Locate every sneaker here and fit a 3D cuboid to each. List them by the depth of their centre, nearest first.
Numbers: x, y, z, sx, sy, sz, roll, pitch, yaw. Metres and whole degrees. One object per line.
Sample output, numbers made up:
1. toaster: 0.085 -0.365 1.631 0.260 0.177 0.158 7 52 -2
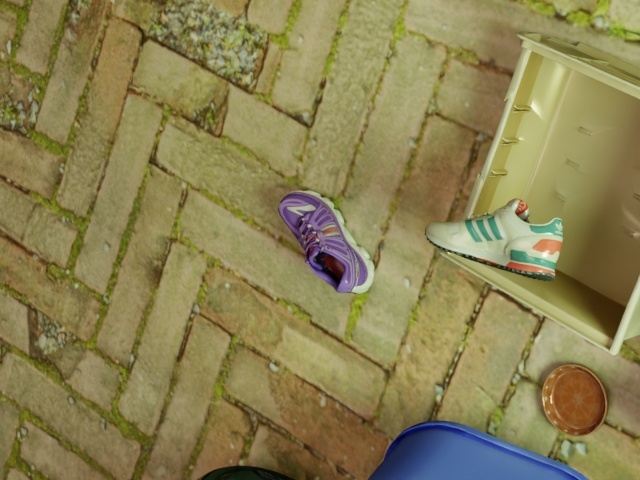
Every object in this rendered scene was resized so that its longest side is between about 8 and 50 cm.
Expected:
1. sneaker: 0.188 -0.010 1.519 0.161 0.057 0.075 18 89 39
2. sneaker: 0.000 0.000 1.815 0.170 0.071 0.068 48 122 26

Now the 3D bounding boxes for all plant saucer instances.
1. plant saucer: 0.291 0.181 1.629 0.083 0.013 0.084 6 99 39

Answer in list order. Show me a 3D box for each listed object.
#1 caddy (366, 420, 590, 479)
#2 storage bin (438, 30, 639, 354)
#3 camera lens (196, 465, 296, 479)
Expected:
1. caddy: 0.195 0.345 1.623 0.341 0.179 0.241 19 128 31
2. storage bin: 0.283 -0.061 1.540 0.260 0.123 0.262 31 114 33
3. camera lens: -0.105 0.448 1.851 0.219 0.219 0.274 36 116 31
